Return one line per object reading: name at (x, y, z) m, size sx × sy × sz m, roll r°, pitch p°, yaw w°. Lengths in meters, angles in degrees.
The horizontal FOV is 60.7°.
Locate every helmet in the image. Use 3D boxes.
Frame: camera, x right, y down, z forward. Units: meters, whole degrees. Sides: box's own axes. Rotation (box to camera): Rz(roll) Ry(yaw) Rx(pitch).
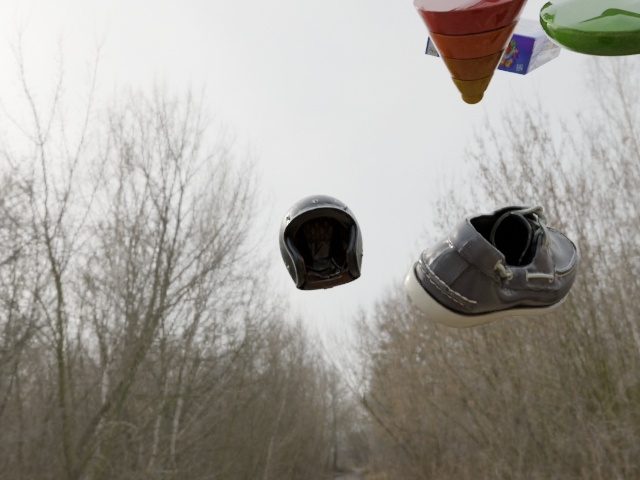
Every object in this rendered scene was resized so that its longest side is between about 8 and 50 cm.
helmet at (0.000, 0.000, 1.002) m, size 0.169 × 0.162 × 0.169 m, roll -10°, pitch -15°, yaw -3°

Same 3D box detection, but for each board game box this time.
board game box at (0.430, -0.483, 1.312) m, size 0.233 × 0.078 × 0.347 m, roll 23°, pitch 33°, yaw 26°

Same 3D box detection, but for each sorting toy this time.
sorting toy at (0.247, -0.163, 0.513) m, size 0.365 × 0.127 × 0.126 m, roll 29°, pitch -37°, yaw 41°

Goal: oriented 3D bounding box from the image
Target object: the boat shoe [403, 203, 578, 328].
boat shoe at (0.144, 0.009, 0.392) m, size 0.206 × 0.075 × 0.065 m, roll -8°, pitch -43°, yaw -44°
